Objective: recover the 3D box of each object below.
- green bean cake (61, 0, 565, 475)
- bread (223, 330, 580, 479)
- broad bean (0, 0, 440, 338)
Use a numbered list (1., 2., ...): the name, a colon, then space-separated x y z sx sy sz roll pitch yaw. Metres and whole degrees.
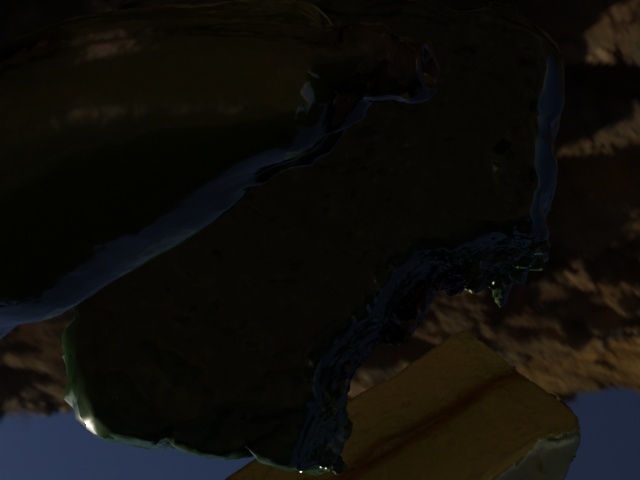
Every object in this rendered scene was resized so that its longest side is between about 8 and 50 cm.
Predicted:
1. green bean cake: 0.000 0.000 1.096 0.300 0.169 0.308 6 -101 8
2. bread: 0.054 0.180 1.313 0.167 0.264 0.163 36 -64 44
3. broad bean: -0.074 -0.004 0.360 0.213 0.070 0.048 -23 -142 14
